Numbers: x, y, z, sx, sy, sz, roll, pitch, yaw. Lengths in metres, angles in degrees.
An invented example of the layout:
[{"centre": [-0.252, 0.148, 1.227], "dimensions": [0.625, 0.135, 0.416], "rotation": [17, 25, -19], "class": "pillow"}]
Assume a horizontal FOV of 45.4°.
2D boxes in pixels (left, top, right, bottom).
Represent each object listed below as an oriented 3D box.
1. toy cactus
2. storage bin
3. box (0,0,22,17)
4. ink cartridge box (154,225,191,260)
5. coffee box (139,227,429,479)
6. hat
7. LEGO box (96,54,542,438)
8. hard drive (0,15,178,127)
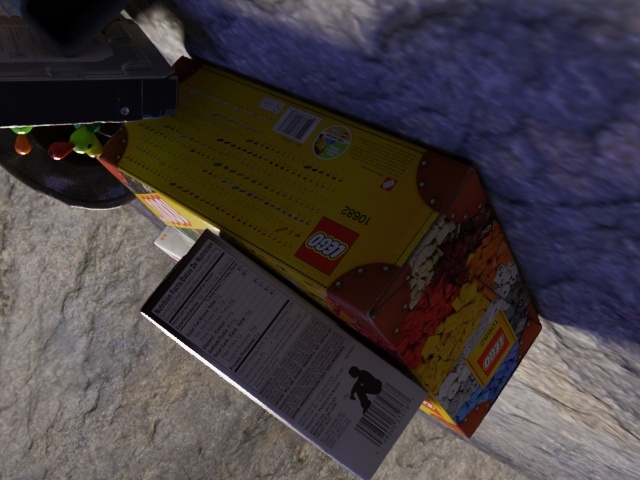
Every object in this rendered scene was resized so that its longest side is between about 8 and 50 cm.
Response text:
[{"centre": [-0.328, -0.172, 1.011], "dimensions": [0.219, 0.180, 0.112], "rotation": [29, 135, 44], "class": "toy cactus"}, {"centre": [-0.286, -0.293, 0.904], "dimensions": [0.098, 0.135, 0.091], "rotation": [47, 177, -39], "class": "storage bin"}, {"centre": [-0.469, -0.341, 1.047], "dimensions": [0.103, 0.203, 0.114], "rotation": [27, 165, 42], "class": "box"}, {"centre": [-0.234, -0.011, 1.712], "dimensions": [0.069, 0.176, 0.371], "rotation": [44, 167, -31], "class": "ink cartridge box"}, {"centre": [-0.041, 0.133, 0.869], "dimensions": [0.297, 0.119, 0.168], "rotation": [35, 168, 7], "class": "coffee box"}, {"centre": [-0.370, -0.221, 1.210], "dimensions": [0.331, 0.331, 0.134], "rotation": [42, -157, -23], "class": "hat"}, {"centre": [0.000, 0.000, 1.013], "dimensions": [0.500, 0.193, 0.372], "rotation": [28, 165, 38], "class": "LEGO box"}, {"centre": [-0.367, -0.212, 0.925], "dimensions": [0.237, 0.338, 0.064], "rotation": [52, 140, 48], "class": "hard drive"}]
